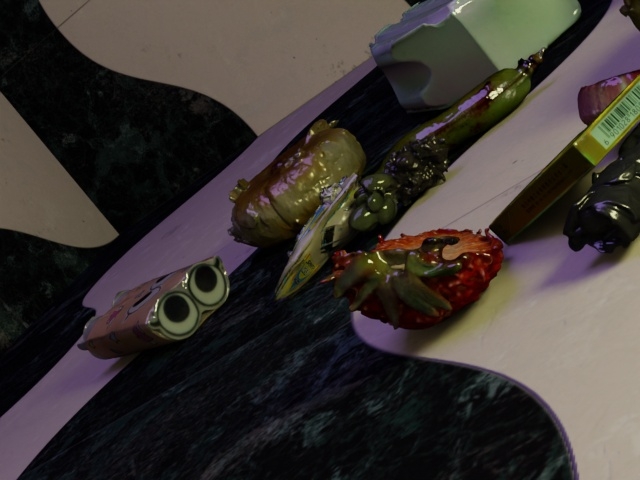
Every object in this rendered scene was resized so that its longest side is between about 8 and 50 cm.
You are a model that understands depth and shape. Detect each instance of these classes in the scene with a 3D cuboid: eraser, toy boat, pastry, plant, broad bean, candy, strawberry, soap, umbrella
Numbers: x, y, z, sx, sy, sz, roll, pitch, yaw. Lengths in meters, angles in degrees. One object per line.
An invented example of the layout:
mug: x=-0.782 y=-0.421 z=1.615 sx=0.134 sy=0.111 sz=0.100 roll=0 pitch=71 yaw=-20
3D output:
eraser: x=-0.276 y=0.119 z=1.769 sx=0.171 sy=0.087 sz=0.291 roll=-44 pitch=14 yaw=-33
toy boat: x=0.000 y=0.000 z=1.464 sx=0.066 sy=0.084 sz=0.210 roll=27 pitch=73 yaw=37
pastry: x=-0.041 y=-0.094 z=1.802 sx=0.236 sy=0.120 sz=0.257 roll=-25 pitch=18 yaw=47
plant: x=0.099 y=-0.074 z=1.427 sx=0.174 sy=0.087 sz=0.085 roll=-44 pitch=-23 yaw=-10
broad bean: x=0.183 y=-0.157 z=1.520 sx=0.339 sy=0.061 sz=0.077 roll=-34 pitch=5 yaw=13
candy: x=0.303 y=-0.140 z=1.055 sx=0.103 sy=0.043 sz=0.103 roll=-13 pitch=-1 yaw=0
strawberry: x=0.110 y=0.034 z=1.013 sx=0.167 sy=0.086 sz=0.208 roll=-5 pitch=3 yaw=34
soap: x=0.234 y=-0.352 z=1.884 sx=0.261 sy=0.156 sz=0.446 roll=-40 pitch=12 yaw=-8
umbrella: x=0.285 y=-0.071 z=0.916 sx=0.066 sy=0.059 sz=0.236 roll=6 pitch=39 yaw=44

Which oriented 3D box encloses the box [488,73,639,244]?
box: x=0.235 y=-0.074 z=0.995 sx=0.121 sy=0.030 sz=0.193 roll=-43 pitch=-5 yaw=-24

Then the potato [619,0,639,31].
potato: x=0.442 y=-0.323 z=1.194 sx=0.176 sy=0.141 sz=0.298 roll=-8 pitch=31 yaw=50
